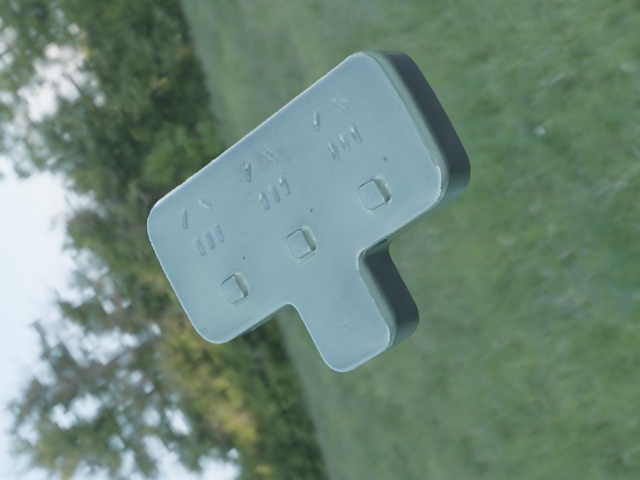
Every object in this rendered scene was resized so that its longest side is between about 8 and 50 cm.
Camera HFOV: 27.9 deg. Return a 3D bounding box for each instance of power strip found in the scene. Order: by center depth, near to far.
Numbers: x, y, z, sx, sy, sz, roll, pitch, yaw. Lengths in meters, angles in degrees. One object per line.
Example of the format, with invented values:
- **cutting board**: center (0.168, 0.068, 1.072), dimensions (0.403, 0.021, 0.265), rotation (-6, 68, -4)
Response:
- **power strip**: center (0.000, 0.000, 0.958), dimensions (0.059, 0.265, 0.194), rotation (-15, -106, -56)
